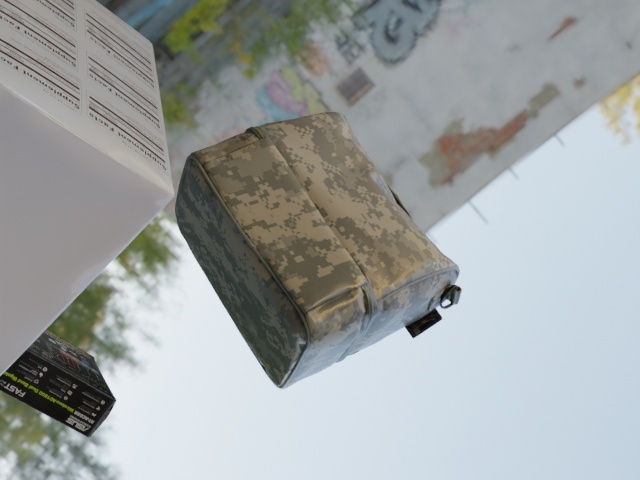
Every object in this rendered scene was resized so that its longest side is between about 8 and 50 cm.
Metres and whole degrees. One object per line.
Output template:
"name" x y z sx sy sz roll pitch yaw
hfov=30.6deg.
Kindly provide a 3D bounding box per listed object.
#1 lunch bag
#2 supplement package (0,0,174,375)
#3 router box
"lunch bag" 0.000 0.000 1.450 0.256 0.305 0.212 -26 160 -23
"supplement package" -0.219 -0.059 0.780 0.194 0.149 0.203 -43 -146 20
"router box" -0.221 0.091 0.884 0.038 0.122 0.092 -54 -153 1
